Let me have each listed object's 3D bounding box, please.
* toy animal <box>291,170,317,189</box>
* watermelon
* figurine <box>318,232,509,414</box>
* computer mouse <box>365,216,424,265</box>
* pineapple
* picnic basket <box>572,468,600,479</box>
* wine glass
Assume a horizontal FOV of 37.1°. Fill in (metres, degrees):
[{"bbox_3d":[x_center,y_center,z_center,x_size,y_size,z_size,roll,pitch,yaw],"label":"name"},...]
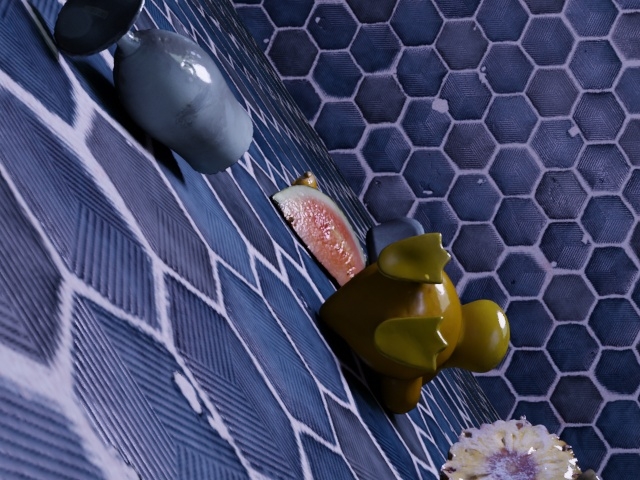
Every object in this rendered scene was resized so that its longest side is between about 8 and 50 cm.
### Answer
[{"bbox_3d":[-0.009,-0.072,1.640,0.083,0.060,0.081,58,-33,16],"label":"toy animal"},{"bbox_3d":[0.005,-0.001,1.432,0.245,0.063,0.119,54,20,-29],"label":"watermelon"},{"bbox_3d":[0.109,0.104,1.166,0.228,0.215,0.215,31,24,-49],"label":"figurine"},{"bbox_3d":[0.141,0.080,1.531,0.374,0.114,0.203,-97,179,-72],"label":"computer mouse"},{"bbox_3d":[0.219,0.313,1.101,0.176,0.161,0.137,-124,-157,-54],"label":"pineapple"},{"bbox_3d":[0.186,0.328,0.645,0.313,0.175,0.228,56,4,-48],"label":"picnic basket"},{"bbox_3d":[-0.138,-0.140,0.846,0.202,0.093,0.093,49,10,-51],"label":"wine glass"}]
